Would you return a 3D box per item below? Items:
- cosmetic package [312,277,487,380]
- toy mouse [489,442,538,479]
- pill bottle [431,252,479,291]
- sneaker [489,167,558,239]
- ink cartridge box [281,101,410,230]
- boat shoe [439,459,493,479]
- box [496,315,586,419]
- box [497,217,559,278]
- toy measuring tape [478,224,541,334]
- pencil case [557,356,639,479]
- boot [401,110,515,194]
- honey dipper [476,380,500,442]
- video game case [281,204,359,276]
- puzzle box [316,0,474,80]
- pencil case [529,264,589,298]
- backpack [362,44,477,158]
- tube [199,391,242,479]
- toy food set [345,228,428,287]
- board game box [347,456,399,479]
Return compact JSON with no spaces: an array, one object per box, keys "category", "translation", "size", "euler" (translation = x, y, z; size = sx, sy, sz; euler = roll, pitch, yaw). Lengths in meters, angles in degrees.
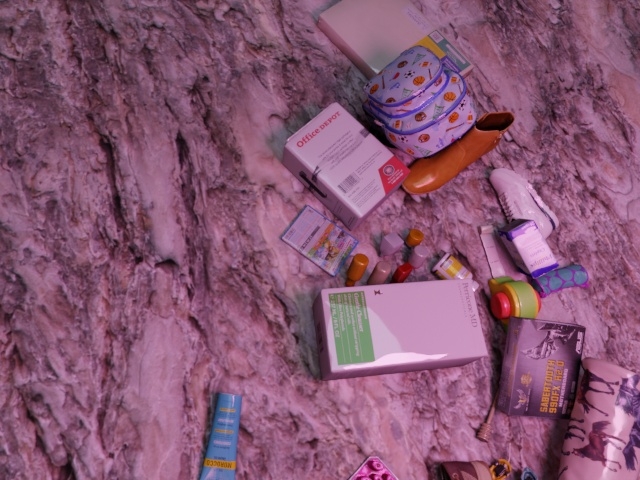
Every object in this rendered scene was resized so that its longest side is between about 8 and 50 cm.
[{"category":"cosmetic package","translation":[0.178,0.209,1.339],"size":[0.366,0.155,0.196],"euler":[-5,69,-11]},{"category":"toy mouse","translation":[0.447,0.572,1.294],"size":[0.161,0.031,0.143],"euler":[-44,51,-17]},{"category":"pill bottle","translation":[0.347,0.091,1.457],"size":[0.116,0.065,0.065],"euler":[43,69,6]},{"category":"sneaker","translation":[0.539,-0.097,1.551],"size":[0.095,0.090,0.235],"euler":[-39,80,-10]},{"category":"ink cartridge box","translation":[0.061,-0.194,1.481],"size":[0.273,0.114,0.197],"euler":[45,70,6]},{"category":"boat shoe","translation":[0.313,0.631,1.193],"size":[0.123,0.123,0.341],"euler":[9,49,-9]},{"category":"box","translation":[0.531,0.305,1.366],"size":[0.183,0.056,0.230],"euler":[10,89,-17]},{"category":"box","translation":[0.531,0.018,1.462],"size":[0.072,0.126,0.137],"euler":[-30,91,6]},{"category":"toy measuring tape","translation":[0.483,0.100,1.453],"size":[0.122,0.121,0.329],"euler":[-6,72,-12]},{"category":"pencil case","translation":[0.623,0.469,1.277],"size":[0.160,0.183,0.409],"euler":[24,77,-12]},{"category":"boot","translation":[0.358,-0.240,1.498],"size":[0.295,0.211,0.104],"euler":[-28,77,-18]},{"category":"honey dipper","translation":[0.420,0.410,1.379],"size":[0.031,0.030,0.160],"euler":[31,65,2]},{"category":"video game case","translation":[0.000,0.000,1.455],"size":[0.166,0.015,0.119],"euler":[36,68,4]},{"category":"puzzle box","translation":[0.222,-0.574,1.678],"size":[0.272,0.052,0.409],"euler":[-38,81,-20]},{"category":"pencil case","translation":[0.630,0.109,1.502],"size":[0.152,0.064,0.070],"euler":[-14,58,-14]},{"category":"backpack","translation":[0.256,-0.346,1.441],"size":[0.276,0.213,0.263],"euler":[-42,49,7]},{"category":"tube","translation":[-0.213,0.441,1.247],"size":[0.080,0.052,0.206],"euler":[6,75,4]},{"category":"toy food set","translation":[0.177,0.063,1.439],"size":[0.232,0.104,0.111],"euler":[-26,63,-36]},{"category":"board game box","translation":[0.122,0.739,1.196],"size":[0.390,0.050,0.390],"euler":[-42,82,-20]}]
